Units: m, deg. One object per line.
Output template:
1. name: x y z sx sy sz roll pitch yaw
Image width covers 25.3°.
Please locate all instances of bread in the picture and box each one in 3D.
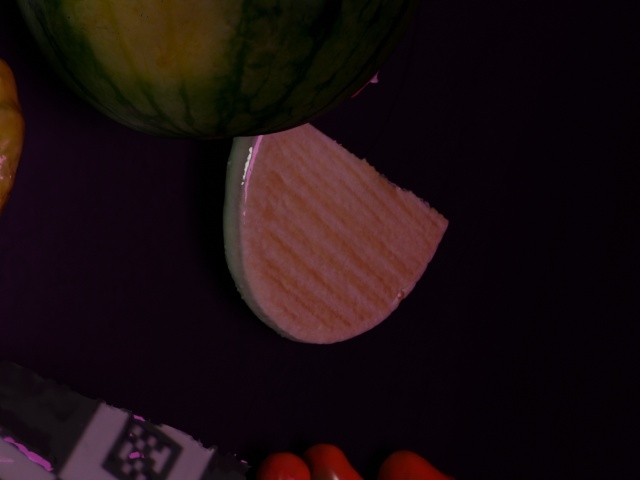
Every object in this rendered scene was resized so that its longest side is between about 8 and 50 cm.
1. bread: -0.004 0.002 0.818 0.193 0.036 0.112 30 82 -49

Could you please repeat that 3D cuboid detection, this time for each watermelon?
1. watermelon: -0.037 -0.156 0.644 0.204 0.127 0.232 15 93 -16

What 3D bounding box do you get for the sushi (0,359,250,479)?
1. sushi: -0.210 0.199 0.589 0.320 0.068 0.339 25 65 -29

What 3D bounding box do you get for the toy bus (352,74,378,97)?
1. toy bus: 0.007 -0.161 0.762 0.077 0.079 0.174 -1 100 -70

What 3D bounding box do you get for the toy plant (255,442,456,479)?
1. toy plant: 0.039 0.288 0.792 0.185 0.279 0.400 -66 175 34

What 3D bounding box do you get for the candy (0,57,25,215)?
1. candy: -0.219 -0.043 0.544 0.199 0.094 0.106 5 59 -42
